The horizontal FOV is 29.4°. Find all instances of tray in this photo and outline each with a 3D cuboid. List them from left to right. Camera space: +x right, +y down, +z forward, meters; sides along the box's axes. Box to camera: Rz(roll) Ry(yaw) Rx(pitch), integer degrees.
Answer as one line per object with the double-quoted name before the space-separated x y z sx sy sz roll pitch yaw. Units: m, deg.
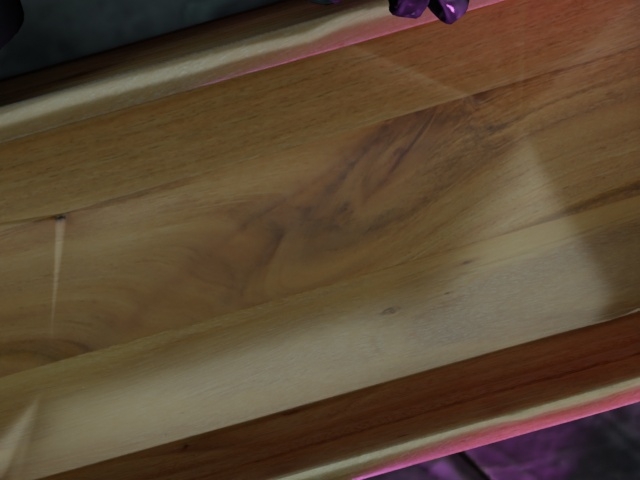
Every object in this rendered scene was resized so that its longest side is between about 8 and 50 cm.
"tray" 0.000 0.000 0.532 0.411 0.076 0.203 -16 111 0

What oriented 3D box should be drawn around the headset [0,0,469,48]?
"headset" -0.153 -0.132 0.382 0.394 0.185 0.243 7 115 -14
